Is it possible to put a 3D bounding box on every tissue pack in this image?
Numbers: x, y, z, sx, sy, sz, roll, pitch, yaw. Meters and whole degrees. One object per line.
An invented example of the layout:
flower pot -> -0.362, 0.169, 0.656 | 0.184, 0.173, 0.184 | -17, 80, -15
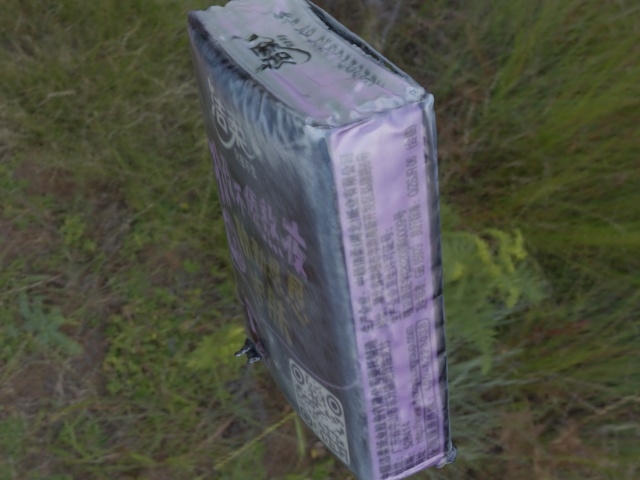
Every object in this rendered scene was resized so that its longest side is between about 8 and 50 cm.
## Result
tissue pack -> 0.000, 0.000, 0.898 | 0.122, 0.259, 0.361 | -21, 126, -20
